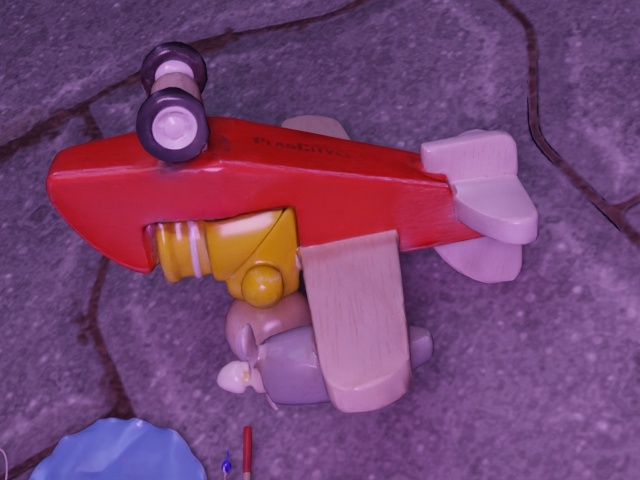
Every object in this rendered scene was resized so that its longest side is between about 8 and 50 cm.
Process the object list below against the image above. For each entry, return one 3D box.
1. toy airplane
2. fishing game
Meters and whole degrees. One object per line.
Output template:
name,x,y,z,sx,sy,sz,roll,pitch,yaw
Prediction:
toy airplane,0.000,0.000,1.025,0.384,0.272,0.386,30,29,28
fishing game,-0.182,0.246,0.999,0.264,0.041,0.189,-8,55,9
